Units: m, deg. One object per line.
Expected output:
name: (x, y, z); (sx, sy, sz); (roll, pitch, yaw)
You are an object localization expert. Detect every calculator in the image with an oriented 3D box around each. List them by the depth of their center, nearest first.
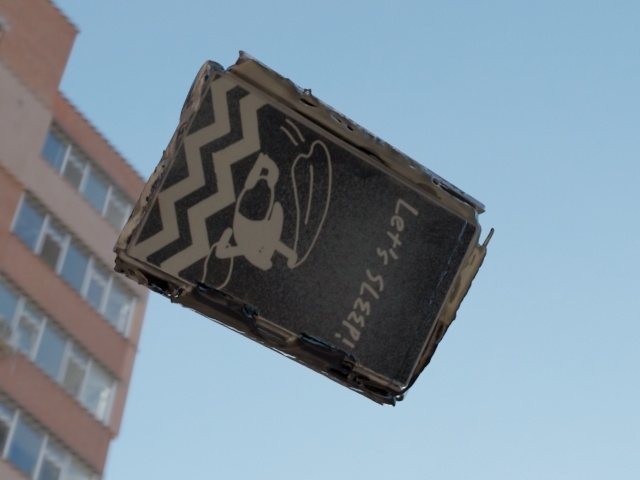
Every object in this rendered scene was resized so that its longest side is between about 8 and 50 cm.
calculator: (0.000, 0.000, 0.976); (0.274, 0.028, 0.165); (30, -95, -35)
